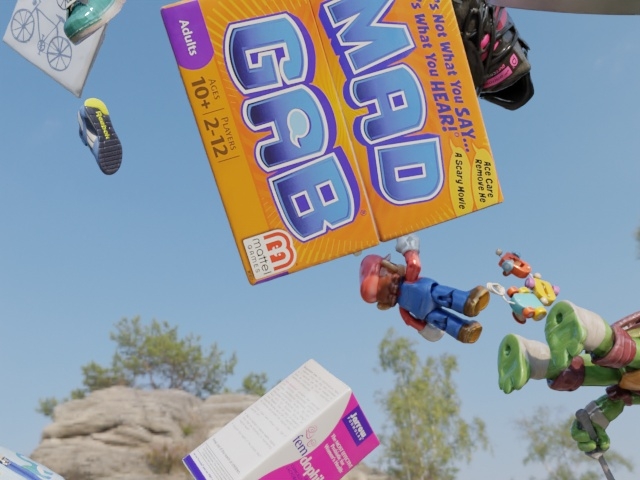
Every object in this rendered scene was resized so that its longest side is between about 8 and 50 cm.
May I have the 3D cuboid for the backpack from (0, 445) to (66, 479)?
[{"bbox_3d":[-0.460,0.441,0.906,0.356,0.290,0.273,25,1,-9],"label":"backpack"}]

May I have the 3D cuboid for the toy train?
[{"bbox_3d":[0.328,0.082,1.094,0.125,0.166,0.046,32,-56,14],"label":"toy train"}]

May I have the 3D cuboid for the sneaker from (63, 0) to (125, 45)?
[{"bbox_3d":[-0.458,-0.508,1.315,0.108,0.302,0.121,-22,-52,30],"label":"sneaker"}]

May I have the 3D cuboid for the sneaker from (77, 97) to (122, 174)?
[{"bbox_3d":[-0.417,-0.190,1.232,0.059,0.144,0.053,-15,1,40],"label":"sneaker"}]

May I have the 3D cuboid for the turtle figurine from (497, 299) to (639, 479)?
[{"bbox_3d":[0.338,0.182,0.695,0.266,0.274,0.198,18,-3,-14],"label":"turtle figurine"}]

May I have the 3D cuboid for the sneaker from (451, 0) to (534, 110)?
[{"bbox_3d":[0.309,-0.394,1.249,0.185,0.202,0.483,-43,-31,19],"label":"sneaker"}]

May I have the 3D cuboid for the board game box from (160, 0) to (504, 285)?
[{"bbox_3d":[-0.001,-0.178,0.986,0.356,0.356,0.356,-18,8,-7],"label":"board game box"}]

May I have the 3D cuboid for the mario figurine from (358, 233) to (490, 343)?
[{"bbox_3d":[0.233,0.108,1.500,0.321,0.198,0.170,24,-9,33],"label":"mario figurine"}]

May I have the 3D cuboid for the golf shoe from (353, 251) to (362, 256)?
[{"bbox_3d":[0.000,0.000,1.947,0.273,0.120,0.105,-4,22,36],"label":"golf shoe"}]

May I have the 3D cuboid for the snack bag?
[{"bbox_3d":[-0.629,-0.571,1.606,0.037,0.323,0.342,-7,-51,-62],"label":"snack bag"}]

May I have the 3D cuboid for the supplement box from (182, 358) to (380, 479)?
[{"bbox_3d":[-0.049,0.279,0.869,0.220,0.114,0.111,-37,-63,-19],"label":"supplement box"}]

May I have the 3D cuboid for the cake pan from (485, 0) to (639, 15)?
[{"bbox_3d":[0.378,-0.379,0.984,0.293,0.293,0.054,-2,-65,-9],"label":"cake pan"}]
